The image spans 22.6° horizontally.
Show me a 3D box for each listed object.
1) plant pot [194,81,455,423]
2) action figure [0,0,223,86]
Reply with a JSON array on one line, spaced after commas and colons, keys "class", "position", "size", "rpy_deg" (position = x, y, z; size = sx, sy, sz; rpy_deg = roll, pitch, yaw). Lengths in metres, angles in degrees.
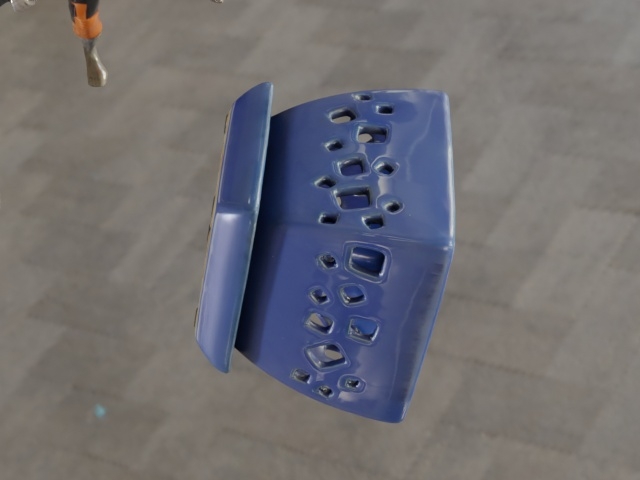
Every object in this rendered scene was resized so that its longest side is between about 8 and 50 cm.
[{"class": "plant pot", "position": [0.000, 0.000, 1.497], "size": [0.212, 0.236, 0.236], "rpy_deg": [9, 40, -5]}, {"class": "action figure", "position": [-0.312, -0.332, 1.850], "size": [0.341, 0.330, 0.179], "rpy_deg": [-25, 46, 11]}]
